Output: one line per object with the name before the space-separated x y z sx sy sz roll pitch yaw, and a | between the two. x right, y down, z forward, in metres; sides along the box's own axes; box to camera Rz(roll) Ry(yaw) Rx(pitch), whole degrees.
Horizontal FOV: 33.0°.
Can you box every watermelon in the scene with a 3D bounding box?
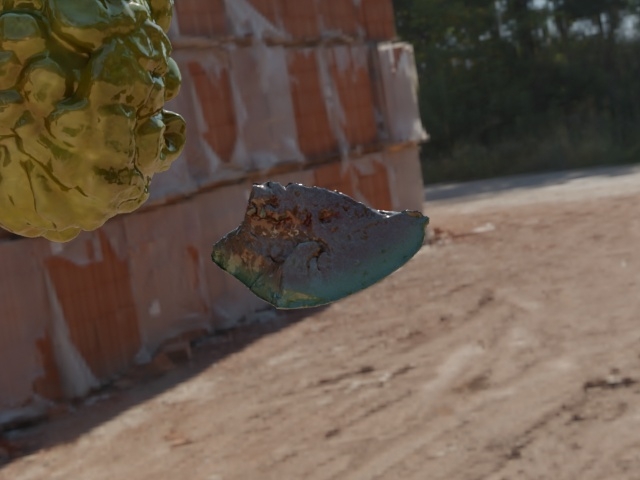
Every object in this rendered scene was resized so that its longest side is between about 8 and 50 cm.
watermelon | 0.004 0.008 0.799 0.155 0.080 0.101 4 29 -13

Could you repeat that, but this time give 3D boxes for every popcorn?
popcorn | -0.194 -0.111 0.836 0.181 0.235 0.216 10 47 8
